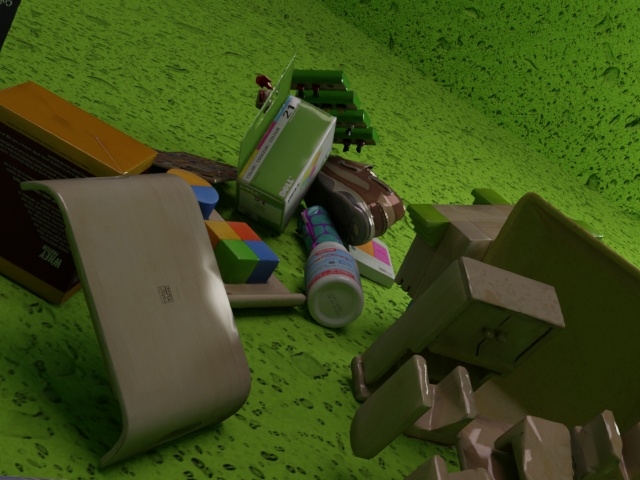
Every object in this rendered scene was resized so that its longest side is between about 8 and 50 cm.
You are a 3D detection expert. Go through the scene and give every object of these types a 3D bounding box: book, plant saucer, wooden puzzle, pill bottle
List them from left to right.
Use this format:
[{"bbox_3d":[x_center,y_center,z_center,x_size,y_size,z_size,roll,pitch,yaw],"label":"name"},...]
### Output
[{"bbox_3d":[-0.217,-0.020,1.626,0.348,0.080,0.322,41,23,31],"label":"wooden puzzle"},{"bbox_3d":[0.019,0.062,1.729,0.087,0.087,0.160,24,20,-13],"label":"pill bottle"},{"bbox_3d":[0.083,0.025,1.992,0.096,0.035,0.144,27,20,-13],"label":"book"},{"bbox_3d":[0.346,0.154,1.572,0.081,0.333,0.333,1,33,-49],"label":"plant saucer"}]

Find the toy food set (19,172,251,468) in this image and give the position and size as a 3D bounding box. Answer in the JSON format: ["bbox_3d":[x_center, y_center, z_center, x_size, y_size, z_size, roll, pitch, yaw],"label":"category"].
[{"bbox_3d":[-0.203,0.072,1.219,0.220,0.092,0.306,-9,79,-59],"label":"toy food set"}]

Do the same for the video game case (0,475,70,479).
[{"bbox_3d":[-0.265,0.269,0.933,0.183,0.023,0.201,13,24,-37],"label":"video game case"}]

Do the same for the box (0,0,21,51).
[{"bbox_3d":[-0.639,-0.415,1.691,0.343,0.312,0.179,13,24,-38],"label":"box"}]

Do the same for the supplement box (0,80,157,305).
[{"bbox_3d":[-0.342,-0.061,1.388,0.191,0.194,0.129,29,19,2],"label":"supplement box"}]

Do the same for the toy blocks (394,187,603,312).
[{"bbox_3d":[0.248,0.076,1.787,0.381,0.261,0.191,-1,36,-42],"label":"toy blocks"}]

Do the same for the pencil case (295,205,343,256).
[{"bbox_3d":[0.000,0.000,1.892,0.070,0.064,0.151,37,14,-26],"label":"pencil case"}]

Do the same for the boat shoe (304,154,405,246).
[{"bbox_3d":[0.048,-0.088,2.018,0.116,0.123,0.324,-19,33,-17],"label":"boat shoe"}]

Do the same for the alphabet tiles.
[{"bbox_3d":[-0.228,-0.132,1.907,0.198,0.009,0.237,17,9,14],"label":"alphabet tiles"}]

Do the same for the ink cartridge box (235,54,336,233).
[{"bbox_3d":[-0.055,-0.152,1.837,0.097,0.189,0.255,28,-22,6],"label":"ink cartridge box"}]

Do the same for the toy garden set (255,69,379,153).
[{"bbox_3d":[-0.025,-0.220,1.982,0.204,0.049,0.244,4,-21,20],"label":"toy garden set"}]

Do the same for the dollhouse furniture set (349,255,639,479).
[{"bbox_3d":[0.194,0.261,1.390,0.362,0.256,0.394,18,43,-26],"label":"dollhouse furniture set"}]
